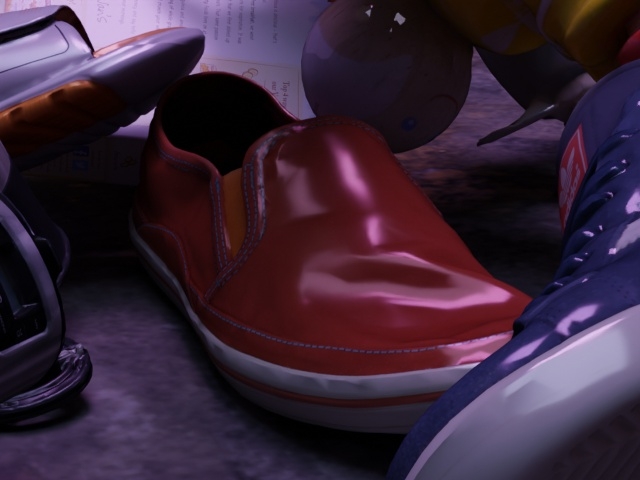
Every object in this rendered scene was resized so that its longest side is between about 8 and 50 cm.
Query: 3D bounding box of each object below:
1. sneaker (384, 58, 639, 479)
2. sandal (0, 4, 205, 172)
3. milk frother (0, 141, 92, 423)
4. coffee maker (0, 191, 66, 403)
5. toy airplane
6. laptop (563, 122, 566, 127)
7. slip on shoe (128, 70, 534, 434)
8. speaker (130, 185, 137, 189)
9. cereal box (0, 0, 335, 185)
[{"bbox_3d":[0.114,0.013,0.574,0.148,0.131,0.350,37,37,29],"label":"sneaker"},{"bbox_3d":[-0.183,-0.065,0.813,0.265,0.076,0.102,-25,-7,-10],"label":"sandal"},{"bbox_3d":[-0.159,-0.007,0.691,0.143,0.135,0.129,10,51,36],"label":"milk frother"},{"bbox_3d":[-0.193,0.049,0.547,0.171,0.120,0.178,5,18,15],"label":"coffee maker"},{"bbox_3d":[0.060,-0.179,0.846,0.386,0.272,0.384,30,3,-17],"label":"toy airplane"},{"bbox_3d":[0.324,-0.116,1.033,0.264,0.137,0.234,-8,19,-23],"label":"laptop"},{"bbox_3d":[0.000,0.000,0.733,0.123,0.101,0.331,-6,20,-24],"label":"slip on shoe"},{"bbox_3d":[-0.093,-0.071,1.022,0.055,0.055,0.136,0,18,0],"label":"speaker"},{"bbox_3d":[-0.081,-0.105,0.945,0.240,0.047,0.173,6,50,-6],"label":"cereal box"}]
